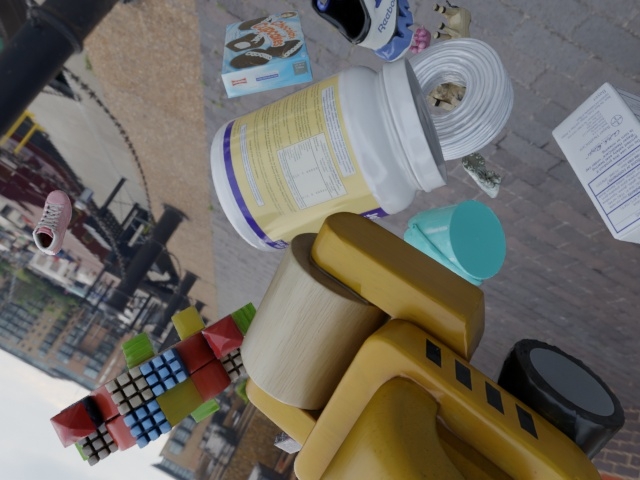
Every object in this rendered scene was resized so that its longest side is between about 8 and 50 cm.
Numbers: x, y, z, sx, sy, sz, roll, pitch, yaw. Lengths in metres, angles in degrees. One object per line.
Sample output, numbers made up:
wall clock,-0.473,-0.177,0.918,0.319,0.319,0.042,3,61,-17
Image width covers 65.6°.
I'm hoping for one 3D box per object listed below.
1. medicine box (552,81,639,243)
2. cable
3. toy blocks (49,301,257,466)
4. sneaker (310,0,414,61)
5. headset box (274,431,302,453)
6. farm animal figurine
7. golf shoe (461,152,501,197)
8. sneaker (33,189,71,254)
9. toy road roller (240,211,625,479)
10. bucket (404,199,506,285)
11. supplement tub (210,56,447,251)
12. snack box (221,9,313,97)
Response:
medicine box,0.665,-0.144,1.007,0.263,0.290,0.149,7,144,-28
cable,0.249,-0.283,0.999,0.256,0.257,0.089,1,163,32
toy blocks,-0.248,0.230,0.785,0.191,0.381,0.261,60,167,2
sneaker,0.069,-0.504,0.929,0.182,0.316,0.127,-13,-178,-44
headset box,-0.077,0.550,1.366,0.062,0.032,0.083,38,130,-22
farm animal figurine,0.365,-0.472,1.442,0.172,0.327,0.330,7,135,-26
golf shoe,0.484,-0.197,1.514,0.086,0.069,0.176,63,-176,-48
sneaker,-0.541,-0.038,1.005,0.050,0.135,0.070,8,175,-13
toy road roller,0.050,0.144,0.388,0.329,0.203,0.240,35,-155,20
bucket,0.418,0.013,1.533,0.281,0.281,0.183,34,154,-20
supplement tub,0.016,-0.135,0.816,0.331,0.241,0.241,-17,141,21
snack box,-0.126,-0.442,1.154,0.187,0.322,0.060,-11,131,1
